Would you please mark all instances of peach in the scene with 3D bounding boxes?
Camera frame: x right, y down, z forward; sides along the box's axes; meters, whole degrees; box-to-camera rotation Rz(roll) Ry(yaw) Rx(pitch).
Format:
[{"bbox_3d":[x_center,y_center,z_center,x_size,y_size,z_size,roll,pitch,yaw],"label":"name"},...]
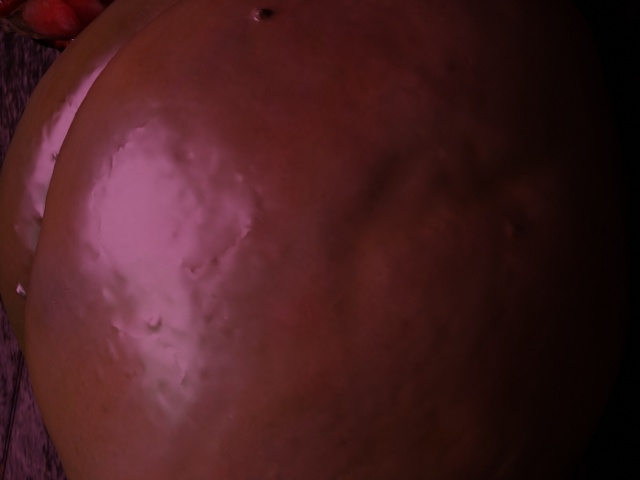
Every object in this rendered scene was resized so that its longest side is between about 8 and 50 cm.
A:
[{"bbox_3d":[-0.001,-0.001,0.646,0.292,0.247,0.292,-45,26,29],"label":"peach"}]

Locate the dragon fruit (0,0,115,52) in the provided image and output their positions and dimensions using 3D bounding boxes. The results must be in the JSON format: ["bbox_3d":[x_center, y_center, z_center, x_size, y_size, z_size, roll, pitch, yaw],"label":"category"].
[{"bbox_3d":[-0.135,-0.226,0.888,0.303,0.237,0.231,35,158,36],"label":"dragon fruit"}]
